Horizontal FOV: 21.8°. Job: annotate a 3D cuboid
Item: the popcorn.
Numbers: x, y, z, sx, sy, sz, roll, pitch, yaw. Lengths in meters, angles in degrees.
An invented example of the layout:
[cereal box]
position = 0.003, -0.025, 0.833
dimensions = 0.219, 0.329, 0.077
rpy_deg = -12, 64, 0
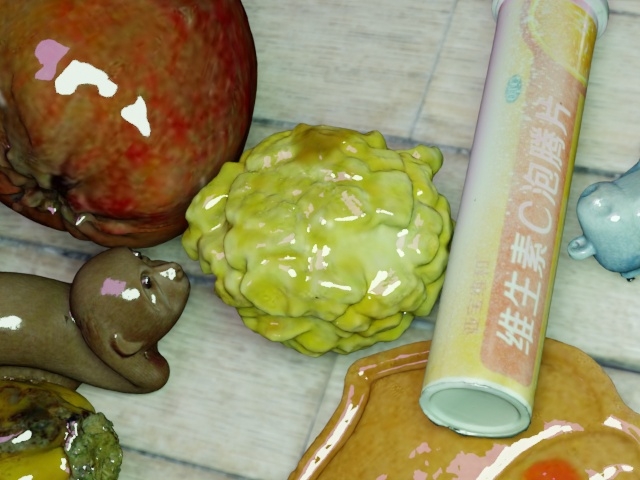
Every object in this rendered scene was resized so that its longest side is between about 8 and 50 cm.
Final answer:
[popcorn]
position = 0.004, -0.010, 1.463
dimensions = 0.235, 0.181, 0.217
rpy_deg = 10, 61, 19

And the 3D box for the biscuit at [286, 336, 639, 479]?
[biscuit]
position = 0.140, 0.272, 1.339
dimensions = 0.349, 0.078, 0.455
rpy_deg = -29, 58, 0

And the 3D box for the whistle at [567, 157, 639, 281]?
[whistle]
position = 0.330, -0.051, 1.413
dimensions = 0.269, 0.093, 0.180
rpy_deg = -31, 33, 2

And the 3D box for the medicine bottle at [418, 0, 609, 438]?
[medicine bottle]
position = 0.170, -0.039, 1.426
dimensions = 0.108, 0.108, 0.426
rpy_deg = 1, 57, 21

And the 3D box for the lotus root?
[lotus root]
position = -0.368, 0.230, 1.476
dimensions = 0.397, 0.179, 0.196
rpy_deg = -12, 80, 12

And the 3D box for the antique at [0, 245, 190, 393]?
[antique]
position = -0.242, 0.075, 1.538
dimensions = 0.256, 0.143, 0.121
rpy_deg = -9, 60, 14

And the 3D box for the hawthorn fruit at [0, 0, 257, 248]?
[hawthorn fruit]
position = -0.201, -0.159, 1.553
dimensions = 0.308, 0.308, 0.325
rpy_deg = 4, 78, 23
